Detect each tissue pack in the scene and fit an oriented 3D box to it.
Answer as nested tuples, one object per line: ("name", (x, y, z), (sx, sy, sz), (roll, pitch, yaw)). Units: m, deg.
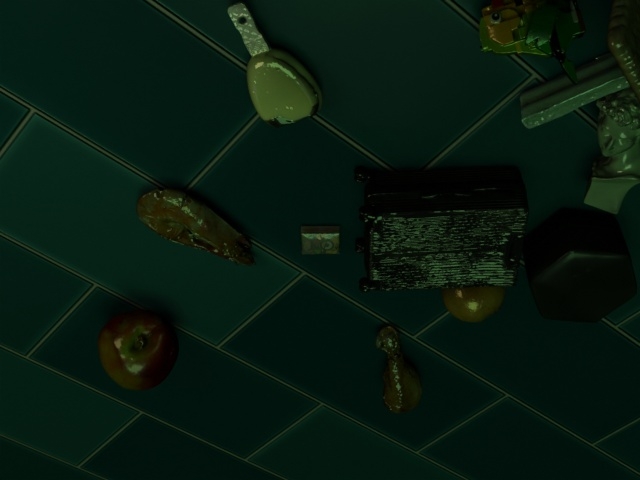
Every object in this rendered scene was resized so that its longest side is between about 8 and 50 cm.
("tissue pack", (0.000, 0.000, 1.914), (0.083, 0.035, 0.063), (-1, 132, 1))

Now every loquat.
("loquat", (0.330, 0.106, 1.940), (0.141, 0.141, 0.141), (0, 132, 0))

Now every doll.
("doll", (0.360, -0.351, 1.536), (0.186, 0.106, 0.134), (14, 100, 10))

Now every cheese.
("cheese", (-0.094, -0.317, 1.615), (0.127, 0.054, 0.252), (-17, 129, 16))

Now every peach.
("peach", (-0.412, 0.249, 2.057), (0.197, 0.197, 0.197), (0, 132, 0))

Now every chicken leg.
("chicken leg", (0.183, 0.309, 2.157), (0.087, 0.107, 0.252), (0, 127, 23))

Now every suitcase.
("suitcase", (0.238, -0.025, 1.817), (0.334, 0.152, 0.230), (-2, 134, 0))

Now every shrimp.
("shrimp", (-0.254, -0.017, 1.891), (0.294, 0.062, 0.154), (35, 136, -24))

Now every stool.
("stool", (0.538, 0.056, 1.889), (0.232, 0.141, 0.232), (0, 133, 0))

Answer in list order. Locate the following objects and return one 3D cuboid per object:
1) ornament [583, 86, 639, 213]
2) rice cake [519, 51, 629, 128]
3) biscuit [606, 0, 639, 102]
("ornament", (0.568, -0.177, 1.698), (0.120, 0.130, 0.285), (8, 142, 16))
("rice cake", (0.465, -0.276, 1.626), (0.226, 0.085, 0.040), (-23, 132, 21))
("biscuit", (0.570, -0.292, 1.534), (0.044, 0.217, 0.325), (-11, 137, 40))
